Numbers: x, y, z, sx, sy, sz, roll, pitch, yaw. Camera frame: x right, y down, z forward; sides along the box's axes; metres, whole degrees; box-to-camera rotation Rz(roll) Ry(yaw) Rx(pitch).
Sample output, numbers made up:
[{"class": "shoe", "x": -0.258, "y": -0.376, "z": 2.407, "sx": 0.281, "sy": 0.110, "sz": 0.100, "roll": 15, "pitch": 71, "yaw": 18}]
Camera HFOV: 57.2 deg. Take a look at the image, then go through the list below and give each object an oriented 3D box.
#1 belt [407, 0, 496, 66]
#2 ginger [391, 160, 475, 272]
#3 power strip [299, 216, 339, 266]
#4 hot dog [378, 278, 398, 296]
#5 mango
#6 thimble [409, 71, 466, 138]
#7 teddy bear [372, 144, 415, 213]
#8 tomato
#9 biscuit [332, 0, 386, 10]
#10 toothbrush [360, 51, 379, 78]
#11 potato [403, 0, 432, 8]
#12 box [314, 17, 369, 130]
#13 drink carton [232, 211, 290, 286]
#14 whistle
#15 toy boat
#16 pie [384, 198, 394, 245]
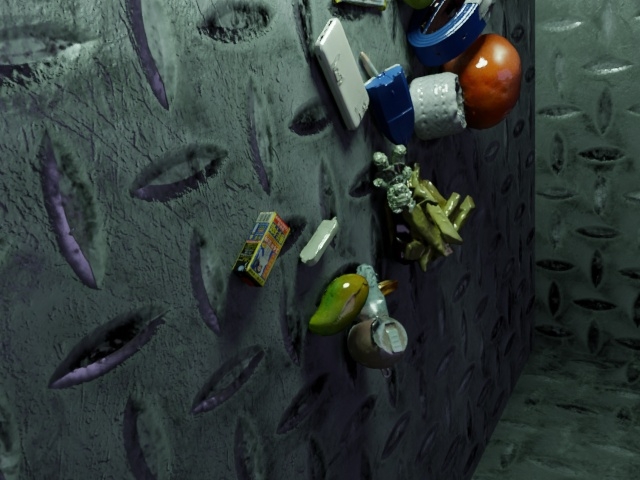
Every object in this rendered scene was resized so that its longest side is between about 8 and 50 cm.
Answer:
[{"class": "belt", "x": 0.437, "y": -0.750, "z": 1.956, "sx": 0.347, "sy": 0.212, "sz": 0.117, "roll": -54, "pitch": 141, "yaw": -4}, {"class": "ginger", "x": 0.392, "y": -0.084, "z": 1.999, "sx": 0.413, "sy": 0.211, "sz": 0.358, "roll": -34, "pitch": 121, "yaw": -61}, {"class": "power strip", "x": 0.000, "y": 0.000, "z": 1.571, "sx": 0.191, "sy": 0.048, "sz": 0.030, "roll": -56, "pitch": 143, "yaw": -36}, {"class": "hot dog", "x": 0.214, "y": 0.159, "z": 1.951, "sx": 0.133, "sy": 0.041, "sz": 0.056, "roll": -14, "pitch": 107, "yaw": -48}, {"class": "mango", "x": 0.054, "y": 0.175, "z": 1.633, "sx": 0.233, "sy": 0.111, "sz": 0.125, "roll": -37, "pitch": 113, "yaw": -34}, {"class": "thimble", "x": 0.403, "y": -0.452, "z": 1.996, "sx": 0.245, "sy": 0.157, "sz": 0.217, "roll": 22, "pitch": 66, "yaw": -67}, {"class": "teddy bear", "x": 0.226, "y": -0.183, "z": 1.846, "sx": 0.133, "sy": 0.111, "sz": 0.213, "roll": -15, "pitch": 91, "yaw": -11}, {"class": "tomato", "x": 0.601, "y": -0.584, "z": 2.155, "sx": 0.341, "sy": 0.273, "sz": 0.341, "roll": -24, "pitch": 90, "yaw": -89}, {"class": "biscuit", "x": 0.118, "y": -0.684, "z": 1.664, "sx": 0.292, "sy": 0.026, "sz": 0.048, "roll": -23, "pitch": 118, "yaw": -54}, {"class": "toothbrush", "x": 0.205, "y": -0.462, "z": 1.837, "sx": 0.375, "sy": 0.037, "sz": 0.028, "roll": 41, "pitch": 58, "yaw": -50}, {"class": "potato", "x": 0.306, "y": -0.857, "z": 1.828, "sx": 0.186, "sy": 0.149, "sz": 0.253, "roll": -9, "pitch": 112, "yaw": -41}, {"class": "box", "x": 0.064, "y": -0.448, "z": 1.603, "sx": 0.142, "sy": 0.044, "sz": 0.285, "roll": -64, "pitch": 143, "yaw": -32}, {"class": "drink carton", "x": -0.136, "y": 0.020, "z": 1.352, "sx": 0.071, "sy": 0.056, "sz": 0.165, "roll": 49, "pitch": 54, "yaw": -39}, {"class": "whistle", "x": 0.153, "y": 0.246, "z": 1.791, "sx": 0.189, "sy": 0.189, "sz": 0.347, "roll": 9, "pitch": 65, "yaw": -58}, {"class": "toy boat", "x": 0.227, "y": -0.398, "z": 1.820, "sx": 0.129, "sy": 0.088, "sz": 0.295, "roll": -32, "pitch": 138, "yaw": -2}, {"class": "pie", "x": 0.244, "y": -0.061, "z": 1.963, "sx": 0.092, "sy": 0.034, "sz": 0.169, "roll": -21, "pitch": 106, "yaw": -53}]
